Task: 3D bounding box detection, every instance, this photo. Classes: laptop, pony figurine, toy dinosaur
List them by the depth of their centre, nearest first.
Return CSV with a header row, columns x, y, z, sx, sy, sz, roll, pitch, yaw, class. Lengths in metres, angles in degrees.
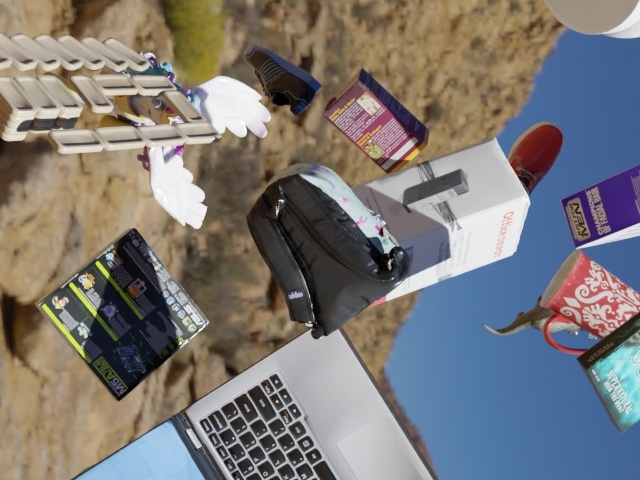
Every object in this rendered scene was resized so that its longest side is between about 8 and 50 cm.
x,y,z,sx,sy,sz,roll,pitch,yaw,class
-0.068,0.372,1.418,0.382,0.407,0.236,58,10,4,laptop
-0.315,-0.229,2.160,0.351,0.363,0.303,37,78,-53,pony figurine
0.502,0.155,2.333,0.160,0.313,0.121,161,-63,-81,toy dinosaur

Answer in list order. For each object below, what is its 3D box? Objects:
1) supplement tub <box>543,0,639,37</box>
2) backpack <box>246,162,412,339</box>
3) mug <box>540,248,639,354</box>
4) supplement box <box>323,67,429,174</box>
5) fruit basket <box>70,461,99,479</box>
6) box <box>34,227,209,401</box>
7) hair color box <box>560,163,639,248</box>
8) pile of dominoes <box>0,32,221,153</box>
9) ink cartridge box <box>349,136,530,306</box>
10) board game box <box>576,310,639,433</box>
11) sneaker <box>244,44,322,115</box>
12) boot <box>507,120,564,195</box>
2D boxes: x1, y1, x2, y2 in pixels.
x,y,z,sx,sy,sz,roll,pitch,yaw,class
0.514,-0.445,1.715,0.241,0.331,0.241,26,-55,44,supplement tub
0.000,0.000,1.276,0.182,0.152,0.115,50,15,-5,backpack
0.451,0.119,1.819,0.150,0.169,0.113,-59,177,26,mug
0.111,-0.231,2.183,0.188,0.104,0.081,41,27,-13,supplement box
-0.265,0.507,2.068,0.392,0.391,0.283,123,-42,-83,fruit basket
-0.292,0.109,1.657,0.191,0.184,0.045,53,-16,-14,box
0.616,-0.088,1.996,0.339,0.185,0.110,-32,-108,57,hair color box
-0.257,-0.155,1.226,0.196,0.251,0.040,47,-58,24,pile of dominoes
0.146,-0.018,1.609,0.197,0.272,0.114,85,-15,-65,ink cartridge box
0.396,0.157,1.380,0.026,0.126,0.186,54,2,42,board game box
-0.101,-0.348,2.405,0.232,0.090,0.081,33,-5,40,sneaker
0.383,-0.102,2.110,0.244,0.088,0.176,-57,-172,24,boot
